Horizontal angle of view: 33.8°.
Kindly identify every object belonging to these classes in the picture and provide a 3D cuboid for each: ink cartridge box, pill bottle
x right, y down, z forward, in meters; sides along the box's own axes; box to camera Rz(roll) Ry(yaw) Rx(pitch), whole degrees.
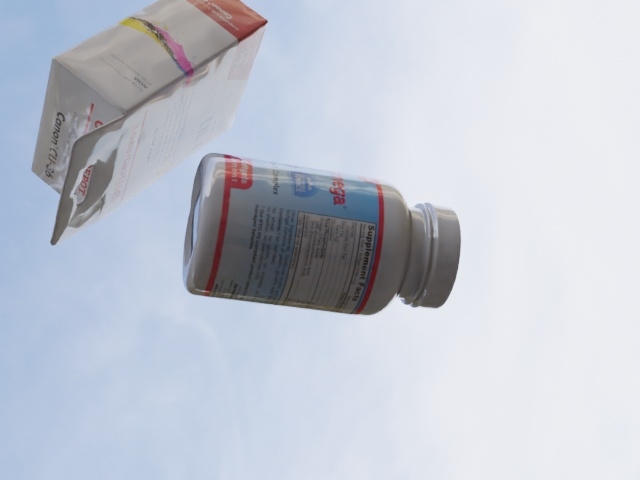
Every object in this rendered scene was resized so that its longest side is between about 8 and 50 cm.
[{"bbox_3d":[-0.132,-0.093,0.740,0.198,0.067,0.115,-43,-14,-42],"label":"ink cartridge box"},{"bbox_3d":[0.000,0.000,0.647,0.160,0.087,0.087,8,-90,-13],"label":"pill bottle"}]
